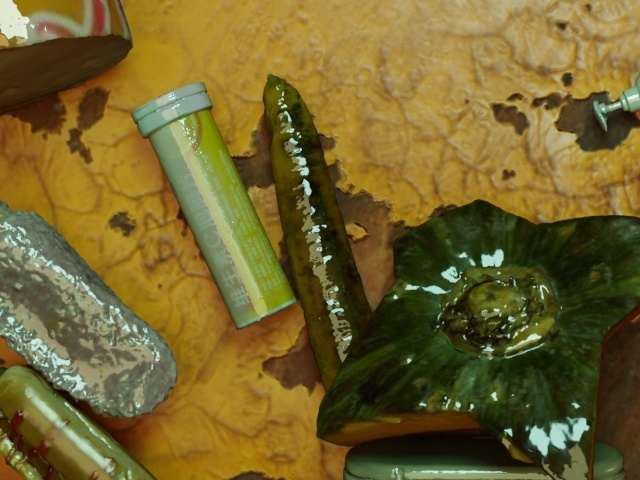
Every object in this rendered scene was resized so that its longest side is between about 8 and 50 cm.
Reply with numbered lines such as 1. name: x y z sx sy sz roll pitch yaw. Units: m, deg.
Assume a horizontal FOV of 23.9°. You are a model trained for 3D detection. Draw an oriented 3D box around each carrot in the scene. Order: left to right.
1. carrot: 0.000 0.000 1.353 0.066 0.066 0.314 -15 89 9

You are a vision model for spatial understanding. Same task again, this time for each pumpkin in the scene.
1. pumpkin: 0.165 0.074 1.281 0.258 0.095 0.290 15 57 24

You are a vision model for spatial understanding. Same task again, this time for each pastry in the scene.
1. pastry: -0.244 0.058 1.372 0.265 0.112 0.103 45 88 -7

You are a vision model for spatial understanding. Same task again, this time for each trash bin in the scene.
1. trash bin: 0.141 0.302 1.318 0.243 0.121 0.247 0 95 8

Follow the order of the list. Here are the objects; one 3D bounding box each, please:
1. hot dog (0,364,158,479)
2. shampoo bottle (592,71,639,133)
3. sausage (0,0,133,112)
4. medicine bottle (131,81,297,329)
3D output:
1. hot dog: -0.223 0.208 1.375 0.250 0.104 0.076 41 58 1
2. shampoo bottle: 0.308 -0.138 1.312 0.152 0.045 0.077 -18 90 9
3. sausage: -0.310 -0.264 1.307 0.233 0.233 0.287 -18 90 9
4. medicine bottle: -0.093 -0.031 1.363 0.074 0.074 0.218 -25 90 8
